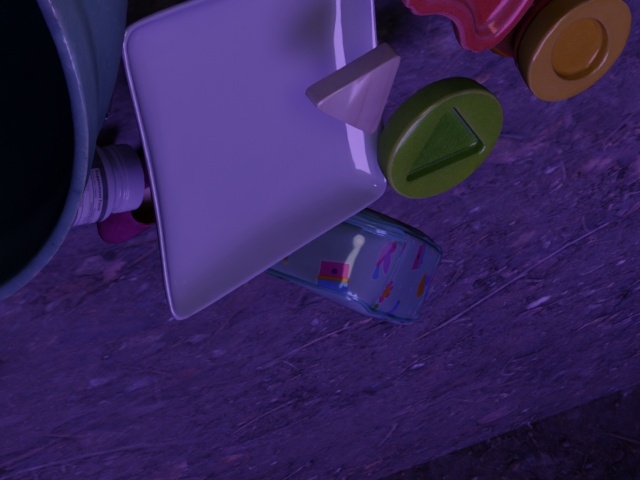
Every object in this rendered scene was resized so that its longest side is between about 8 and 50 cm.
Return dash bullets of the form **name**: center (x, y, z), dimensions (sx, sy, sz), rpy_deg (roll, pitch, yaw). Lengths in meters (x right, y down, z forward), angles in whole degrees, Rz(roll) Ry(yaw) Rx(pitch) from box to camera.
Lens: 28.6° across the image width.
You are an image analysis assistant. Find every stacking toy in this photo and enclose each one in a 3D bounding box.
- **stacking toy**: center (0.114, -0.201, 1.168), dimensions (0.279, 0.130, 0.309), rpy_deg (-43, 144, 9)

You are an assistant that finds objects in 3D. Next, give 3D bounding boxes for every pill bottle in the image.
- **pill bottle**: center (-0.239, -0.050, 1.173), dimensions (0.137, 0.078, 0.078), rpy_deg (-11, 153, -34)

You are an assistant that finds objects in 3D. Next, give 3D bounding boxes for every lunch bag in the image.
- **lunch bag**: center (0.000, 0.000, 1.354), dimensions (0.108, 0.224, 0.279), rpy_deg (-66, 159, 0)

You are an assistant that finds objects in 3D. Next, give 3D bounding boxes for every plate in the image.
- **plate**: center (-0.054, -0.107, 1.097), dimensions (0.278, 0.045, 0.277), rpy_deg (-32, 130, -34)

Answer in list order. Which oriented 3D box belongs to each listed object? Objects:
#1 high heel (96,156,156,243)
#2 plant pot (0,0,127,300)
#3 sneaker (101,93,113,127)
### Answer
- **high heel**: center (-0.136, -0.041, 1.255), dimensions (0.244, 0.117, 0.082), rpy_deg (-40, 154, 28)
- **plant pot**: center (-0.203, -0.134, 0.504), dimensions (0.293, 0.196, 0.293), rpy_deg (8, 136, 8)
- **sneaker**: center (-0.210, -0.160, 0.993), dimensions (0.087, 0.083, 0.221), rpy_deg (-6, 145, -18)
